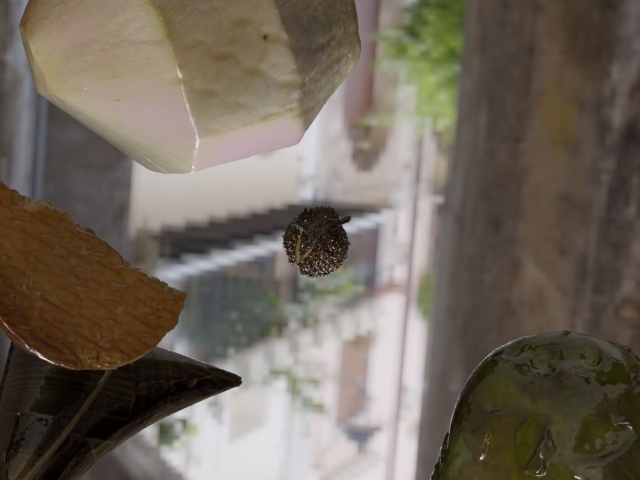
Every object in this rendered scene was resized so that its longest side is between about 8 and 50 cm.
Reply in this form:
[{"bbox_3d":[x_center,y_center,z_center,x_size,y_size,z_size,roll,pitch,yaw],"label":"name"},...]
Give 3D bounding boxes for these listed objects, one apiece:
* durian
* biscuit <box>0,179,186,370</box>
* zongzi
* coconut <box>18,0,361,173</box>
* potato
[{"bbox_3d":[0.000,0.000,2.211,0.091,0.080,0.080,-32,-164,-11],"label":"durian"},{"bbox_3d":[-0.235,0.046,1.780,0.224,0.144,0.033,31,150,-22],"label":"biscuit"},{"bbox_3d":[-0.213,0.202,1.927,0.241,0.248,0.111,19,153,-11],"label":"zongzi"},{"bbox_3d":[-0.106,-0.170,1.466,0.259,0.259,0.259,4,-174,0],"label":"coconut"},{"bbox_3d":[0.138,0.201,1.169,0.176,0.298,0.141,15,-169,43],"label":"potato"}]
